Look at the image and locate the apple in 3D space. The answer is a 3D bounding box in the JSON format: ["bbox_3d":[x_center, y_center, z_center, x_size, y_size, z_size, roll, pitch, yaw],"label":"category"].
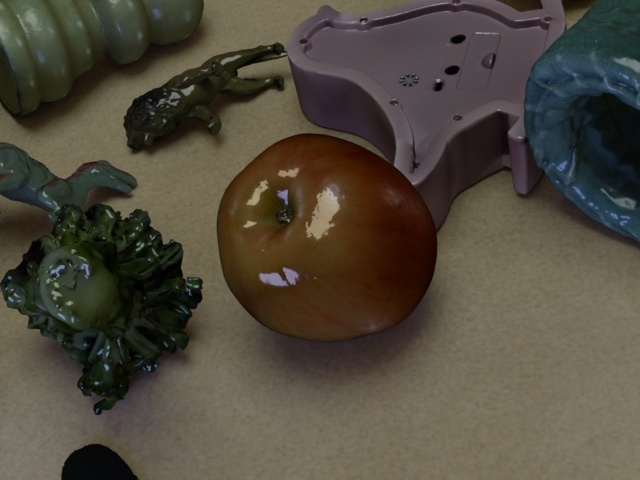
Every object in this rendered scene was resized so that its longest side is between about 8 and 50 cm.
[{"bbox_3d":[0.000,0.000,1.135,0.199,0.199,0.199,-6,44,6],"label":"apple"}]

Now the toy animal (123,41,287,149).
[{"bbox_3d":[-0.104,-0.159,1.405,0.220,0.069,0.086,-25,26,-16],"label":"toy animal"}]

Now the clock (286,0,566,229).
[{"bbox_3d":[0.093,-0.123,1.320,0.275,0.080,0.290,2,45,14],"label":"clock"}]

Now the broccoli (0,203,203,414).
[{"bbox_3d":[-0.176,0.038,1.076,0.145,0.304,0.165,-42,91,-4],"label":"broccoli"}]

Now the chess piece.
[{"bbox_3d":[-0.242,-0.233,1.483,0.243,0.133,0.133,-23,45,-21],"label":"chess piece"}]

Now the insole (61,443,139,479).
[{"bbox_3d":[-0.160,0.229,1.071,0.064,0.004,0.188,-21,45,-9],"label":"insole"}]

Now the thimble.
[{"bbox_3d":[0.296,-0.100,1.175,0.143,0.235,0.198,-44,12,-28],"label":"thimble"}]

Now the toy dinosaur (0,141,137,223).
[{"bbox_3d":[-0.309,-0.070,1.296,0.242,0.053,0.167,27,39,-2],"label":"toy dinosaur"}]
